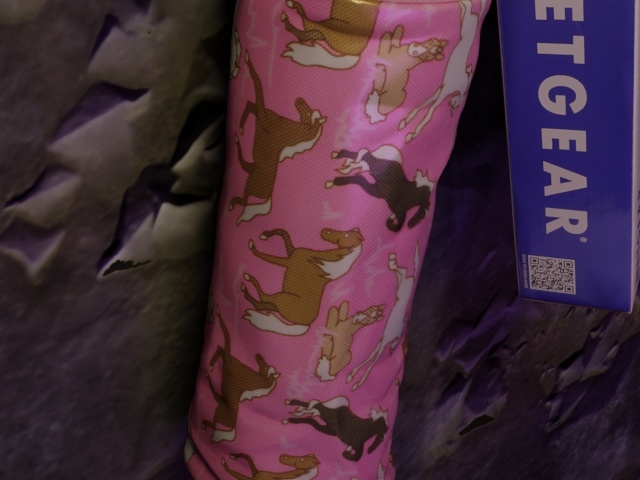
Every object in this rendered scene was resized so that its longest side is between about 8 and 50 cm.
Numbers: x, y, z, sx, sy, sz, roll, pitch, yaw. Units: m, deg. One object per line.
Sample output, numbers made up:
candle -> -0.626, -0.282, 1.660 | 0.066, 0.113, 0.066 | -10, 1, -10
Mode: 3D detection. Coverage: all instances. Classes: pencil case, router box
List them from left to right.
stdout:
pencil case -> 0.000, 0.000, 0.721 | 0.167, 0.160, 0.386 | -17, 124, -44
router box -> 0.201, -0.174, 0.781 | 0.301, 0.082, 0.336 | -61, 149, -43
